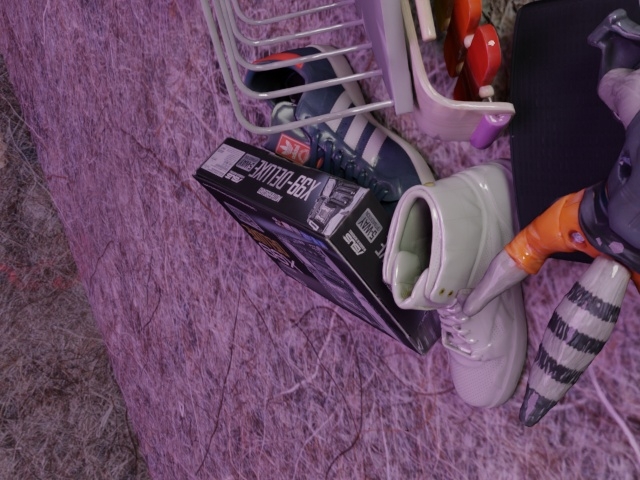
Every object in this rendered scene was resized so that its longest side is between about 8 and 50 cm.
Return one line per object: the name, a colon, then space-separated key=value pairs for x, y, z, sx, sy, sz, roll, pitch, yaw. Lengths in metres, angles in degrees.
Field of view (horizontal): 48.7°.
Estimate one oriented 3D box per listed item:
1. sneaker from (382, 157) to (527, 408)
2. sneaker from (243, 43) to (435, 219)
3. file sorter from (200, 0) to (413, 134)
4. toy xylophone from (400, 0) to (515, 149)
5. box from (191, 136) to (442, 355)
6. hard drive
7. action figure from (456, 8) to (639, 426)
sneaker: x=0.136 y=0.067 z=0.762 sx=0.108 sy=0.169 sz=0.293 roll=19 pitch=117 yaw=50
sneaker: x=0.013 y=-0.108 z=0.899 sx=0.350 sy=0.148 sz=0.131 roll=57 pitch=141 yaw=27
file sorter: x=-0.023 y=-0.267 z=0.736 sx=0.278 sy=0.173 sz=0.193 roll=-99 pitch=-3 yaw=-49
toy xylophone: x=0.109 y=-0.246 z=0.681 sx=0.236 sy=0.081 sz=0.323 roll=-23 pitch=-80 yaw=-87
box: x=0.000 y=0.000 z=0.903 sx=0.307 sy=0.076 sz=0.242 roll=27 pitch=161 yaw=49
hard drive: x=0.248 y=-0.098 z=0.644 sx=0.172 sy=0.054 sz=0.255 roll=11 pitch=109 yaw=54
action figure: x=0.275 y=0.010 z=0.488 sx=0.341 sy=0.178 sz=0.330 roll=39 pitch=133 yaw=24
